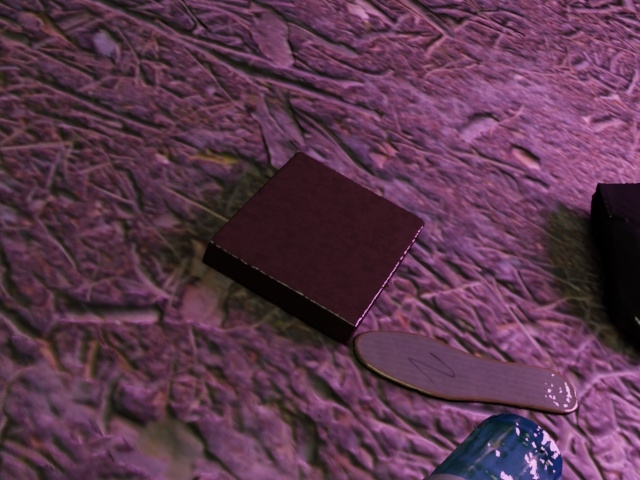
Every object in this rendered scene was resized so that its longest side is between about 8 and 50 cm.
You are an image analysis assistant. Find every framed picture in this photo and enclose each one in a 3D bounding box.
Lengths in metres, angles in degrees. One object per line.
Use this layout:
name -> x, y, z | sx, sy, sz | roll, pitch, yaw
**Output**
framed picture -> 0.000, 0.000, 0.874 | 0.128, 0.023, 0.168 | 30, 37, 7

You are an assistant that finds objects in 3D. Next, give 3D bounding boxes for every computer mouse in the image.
computer mouse -> 0.312, 0.015, 0.996 | 0.122, 0.073, 0.217 | 19, 35, -8

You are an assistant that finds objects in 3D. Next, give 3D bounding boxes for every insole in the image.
insole -> 0.113, 0.101, 0.831 | 0.188, 0.004, 0.064 | 13, 39, -16

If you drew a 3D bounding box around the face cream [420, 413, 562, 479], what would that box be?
face cream -> 0.025, 0.188, 0.549 | 0.337, 0.163, 0.080 | -29, 87, -49
